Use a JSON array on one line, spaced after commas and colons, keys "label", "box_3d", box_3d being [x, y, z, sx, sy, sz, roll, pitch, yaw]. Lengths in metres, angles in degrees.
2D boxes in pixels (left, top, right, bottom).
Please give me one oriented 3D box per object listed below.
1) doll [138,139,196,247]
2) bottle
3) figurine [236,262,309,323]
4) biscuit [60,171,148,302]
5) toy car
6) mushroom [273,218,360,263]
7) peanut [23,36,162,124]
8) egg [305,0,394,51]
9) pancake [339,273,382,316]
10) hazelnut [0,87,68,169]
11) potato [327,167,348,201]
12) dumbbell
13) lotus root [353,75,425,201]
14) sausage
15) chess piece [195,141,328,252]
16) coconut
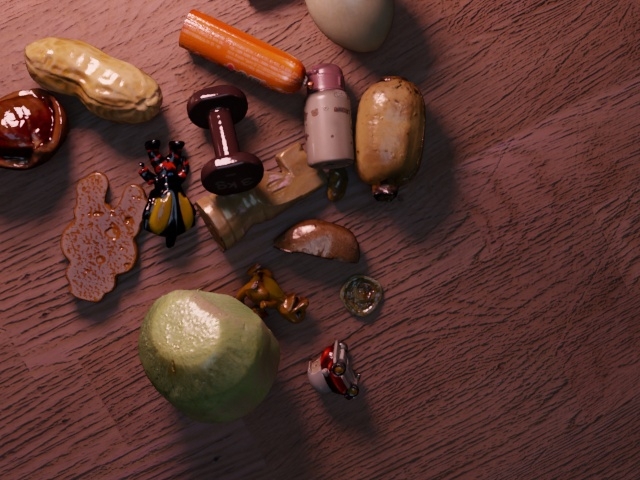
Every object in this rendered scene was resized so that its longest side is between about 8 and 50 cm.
[{"label": "doll", "box_3d": [-0.349, -0.105, 1.784, 0.127, 0.088, 0.248, 1, 94, -6]}, {"label": "bottle", "box_3d": [0.016, -0.284, 1.775, 0.110, 0.110, 0.233, -3, 85, -5]}, {"label": "figurine", "box_3d": [-0.117, 0.148, 1.847, 0.176, 0.121, 0.122, 32, 122, -18]}, {"label": "biscuit", "box_3d": [-0.505, -0.003, 1.806, 0.186, 0.044, 0.295, 20, 94, -4]}, {"label": "toy car", "box_3d": [0.026, 0.323, 1.875, 0.112, 0.112, 0.139, -21, 109, 13]}, {"label": "mushroom", "box_3d": [-0.001, 0.000, 1.838, 0.210, 0.072, 0.094, 14, 87, -7]}, {"label": "peanut", "box_3d": [-0.495, -0.352, 1.707, 0.306, 0.147, 0.147, 28, 94, -7]}, {"label": "egg", "box_3d": [0.063, -0.532, 1.711, 0.187, 0.186, 0.253, -30, 96, -1]}, {"label": "pancake", "box_3d": [0.098, 0.133, 1.892, 0.108, 0.017, 0.108, -1, 95, -8]}, {"label": "hazelnut", "box_3d": [-0.649, -0.243, 1.702, 0.202, 0.160, 0.170, -40, 98, 7]}, {"label": "potato", "box_3d": [0.041, -0.136, 1.837, 0.047, 0.045, 0.092, 7, 94, 21]}, {"label": "dumbbell", "box_3d": [-0.210, -0.220, 1.716, 0.141, 0.124, 0.225, -11, 65, -5]}, {"label": "lotus root", "box_3d": [0.158, -0.230, 1.786, 0.160, 0.146, 0.284, 4, 91, 14]}, {"label": "sausage", "box_3d": [-0.158, -0.406, 1.733, 0.312, 0.093, 0.093, 26, 95, 1]}, {"label": "chess piece", "box_3d": [-0.130, -0.104, 1.799, 0.301, 0.137, 0.137, -31, 100, -13]}, {"label": "coconut", "box_3d": [-0.250, 0.257, 1.755, 0.329, 0.328, 0.281, 14, 66, -7]}]
